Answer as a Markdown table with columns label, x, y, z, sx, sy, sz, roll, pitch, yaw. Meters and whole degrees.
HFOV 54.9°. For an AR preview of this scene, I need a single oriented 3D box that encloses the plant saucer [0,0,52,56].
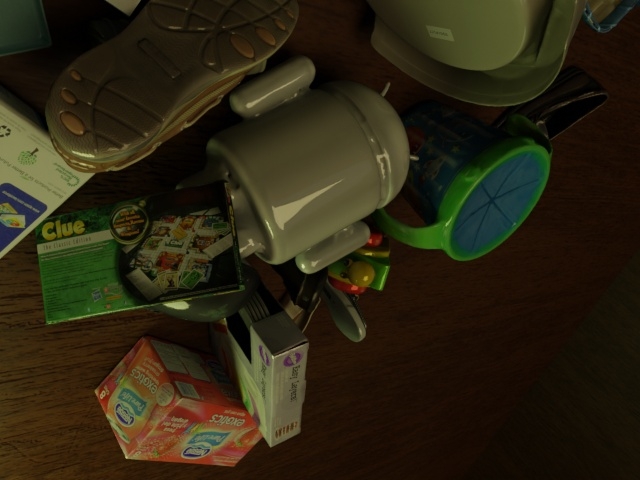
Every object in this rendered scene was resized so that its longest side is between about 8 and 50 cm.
| label | x | y | z | sx | sy | sz | roll | pitch | yaw |
| --- | --- | --- | --- | --- | --- | --- | --- | --- | --- |
| plant saucer | -0.366 | -0.203 | 0.596 | 0.192 | 0.018 | 0.067 | -22 | 140 | -26 |

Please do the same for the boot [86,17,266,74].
| label | x | y | z | sx | sy | sz | roll | pitch | yaw |
| --- | --- | --- | --- | --- | --- | --- | --- | --- | --- |
| boot | -0.167 | -0.201 | 0.755 | 0.209 | 0.076 | 0.189 | -24 | 143 | -35 |

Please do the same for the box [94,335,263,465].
| label | x | y | z | sx | sy | sz | roll | pitch | yaw |
| --- | --- | --- | --- | --- | --- | --- | --- | --- | --- |
| box | -0.232 | 0.299 | 1.122 | 0.142 | 0.154 | 0.300 | -47 | 145 | 6 |

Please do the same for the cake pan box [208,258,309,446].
| label | x | y | z | sx | sy | sz | roll | pitch | yaw |
| --- | --- | --- | --- | --- | --- | --- | --- | --- | --- |
| cake pan box | -0.112 | 0.171 | 1.024 | 0.070 | 0.246 | 0.266 | -22 | 140 | -27 |

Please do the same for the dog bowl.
| label | x | y | z | sx | sy | sz | roll | pitch | yaw |
| --- | --- | --- | --- | --- | --- | --- | --- | --- | --- |
| dog bowl | 0.149 | -0.314 | 0.716 | 0.102 | 0.349 | 0.349 | -52 | 145 | -9 |

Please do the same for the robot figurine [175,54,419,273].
| label | x | y | z | sx | sy | sz | roll | pitch | yaw |
| --- | --- | --- | --- | --- | --- | --- | --- | --- | --- |
| robot figurine | -0.020 | -0.101 | 0.873 | 0.353 | 0.200 | 0.299 | -28 | 118 | -18 |

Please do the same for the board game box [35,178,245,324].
| label | x | y | z | sx | sy | sz | roll | pitch | yaw |
| --- | --- | --- | --- | --- | --- | --- | --- | --- | --- |
| board game box | -0.225 | 0.016 | 0.755 | 0.260 | 0.136 | 0.030 | -10 | 176 | 12 |

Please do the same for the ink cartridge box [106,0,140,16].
| label | x | y | z | sx | sy | sz | roll | pitch | yaw |
| --- | --- | --- | --- | --- | --- | --- | --- | --- | --- |
| ink cartridge box | -0.257 | -0.288 | 0.544 | 0.046 | 0.097 | 0.207 | -51 | 144 | 11 |

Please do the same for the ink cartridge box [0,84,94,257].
| label | x | y | z | sx | sy | sz | roll | pitch | yaw |
| --- | --- | --- | --- | --- | --- | --- | --- | --- | --- |
| ink cartridge box | -0.428 | -0.022 | 0.673 | 0.333 | 0.065 | 0.165 | -42 | 146 | 1 |

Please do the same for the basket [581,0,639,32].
| label | x | y | z | sx | sy | sz | roll | pitch | yaw |
| --- | --- | --- | --- | --- | --- | --- | --- | --- | --- |
| basket | 0.470 | -0.427 | 0.930 | 0.201 | 0.289 | 0.255 | -54 | 140 | 6 |

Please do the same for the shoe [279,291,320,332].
| label | x | y | z | sx | sy | sz | roll | pitch | yaw |
| --- | --- | --- | --- | --- | --- | --- | --- | --- | --- |
| shoe | -0.071 | 0.171 | 1.222 | 0.077 | 0.058 | 0.219 | 11 | 118 | -48 |

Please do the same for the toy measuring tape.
| label | x | y | z | sx | sy | sz | roll | pitch | yaw |
| --- | --- | --- | --- | --- | --- | --- | --- | --- | --- |
| toy measuring tape | 0.059 | 0.012 | 1.084 | 0.121 | 0.121 | 0.330 | -53 | -175 | 14 |

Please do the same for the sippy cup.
| label | x | y | z | sx | sy | sz | roll | pitch | yaw |
| --- | --- | --- | --- | --- | --- | --- | --- | --- | --- |
| sippy cup | 0.233 | -0.121 | 1.073 | 0.306 | 0.224 | 0.240 | -1 | 128 | -42 |

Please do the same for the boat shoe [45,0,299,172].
| label | x | y | z | sx | sy | sz | roll | pitch | yaw |
| --- | --- | --- | --- | --- | --- | --- | --- | --- | --- |
| boat shoe | -0.153 | -0.184 | 0.651 | 0.324 | 0.123 | 0.116 | -43 | -175 | -30 |

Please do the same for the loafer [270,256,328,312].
| label | x | y | z | sx | sy | sz | roll | pitch | yaw |
| --- | --- | --- | --- | --- | --- | --- | --- | --- | --- |
| loafer | -0.047 | 0.043 | 1.000 | 0.078 | 0.220 | 0.080 | 16 | 109 | -18 |

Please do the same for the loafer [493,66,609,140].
| label | x | y | z | sx | sy | sz | roll | pitch | yaw |
| --- | --- | --- | --- | --- | --- | --- | --- | --- | --- |
| loafer | 0.460 | -0.244 | 1.274 | 0.302 | 0.095 | 0.109 | -39 | 144 | -6 |

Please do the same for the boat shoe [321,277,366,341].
| label | x | y | z | sx | sy | sz | roll | pitch | yaw |
| --- | --- | --- | --- | --- | --- | --- | --- | --- | --- |
| boat shoe | 0.051 | 0.098 | 1.163 | 0.083 | 0.183 | 0.065 | -20 | 157 | -33 |

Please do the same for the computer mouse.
| label | x | y | z | sx | sy | sz | roll | pitch | yaw |
| --- | --- | --- | --- | --- | --- | --- | --- | --- | --- |
| computer mouse | -0.200 | 0.075 | 0.845 | 0.188 | 0.272 | 0.072 | 30 | 61 | -50 |
